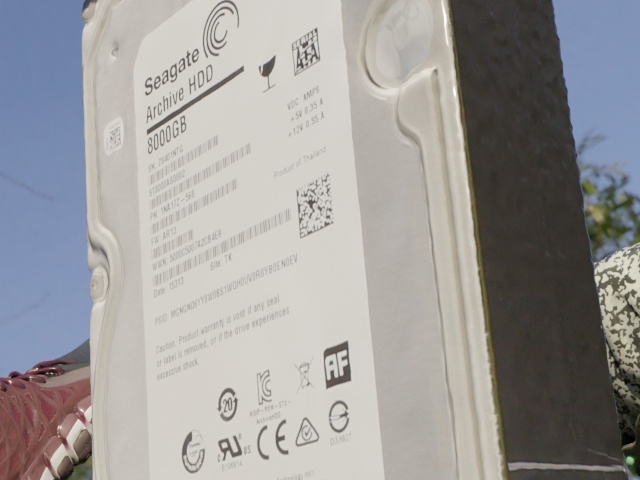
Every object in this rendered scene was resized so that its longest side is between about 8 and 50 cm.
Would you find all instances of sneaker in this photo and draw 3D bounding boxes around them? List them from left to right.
[{"bbox_3d":[-0.242,0.108,0.984,0.106,0.281,0.162,-27,-73,34],"label":"sneaker"},{"bbox_3d":[0.314,0.161,1.123,0.182,0.158,0.410,-17,-72,27],"label":"sneaker"}]

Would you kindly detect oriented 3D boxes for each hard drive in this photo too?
[{"bbox_3d":[-0.009,0.003,0.498,0.064,0.339,0.237,11,-23,-38],"label":"hard drive"}]
